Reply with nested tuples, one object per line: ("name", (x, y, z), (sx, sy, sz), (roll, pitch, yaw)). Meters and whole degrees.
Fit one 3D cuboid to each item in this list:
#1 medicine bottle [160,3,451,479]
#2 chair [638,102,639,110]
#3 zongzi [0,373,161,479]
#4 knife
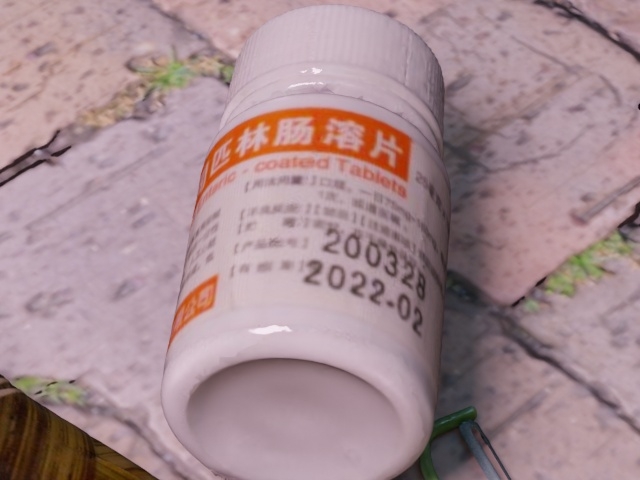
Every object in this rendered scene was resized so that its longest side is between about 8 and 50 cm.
("medicine bottle", (0.000, 0.000, 0.950), (0.144, 0.144, 0.252), (8, 47, 2))
("chair", (0.265, -0.076, 1.049), (0.160, 0.170, 0.326), (5, 92, -6))
("zongzi", (-0.200, 0.161, 0.818), (0.241, 0.111, 0.248), (30, 57, 12))
("knife", (0.101, 0.172, 0.887), (0.054, 0.015, 0.212), (-16, 52, -18))
